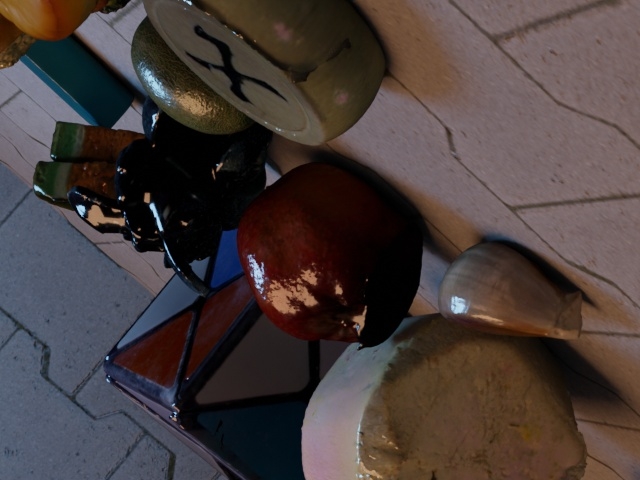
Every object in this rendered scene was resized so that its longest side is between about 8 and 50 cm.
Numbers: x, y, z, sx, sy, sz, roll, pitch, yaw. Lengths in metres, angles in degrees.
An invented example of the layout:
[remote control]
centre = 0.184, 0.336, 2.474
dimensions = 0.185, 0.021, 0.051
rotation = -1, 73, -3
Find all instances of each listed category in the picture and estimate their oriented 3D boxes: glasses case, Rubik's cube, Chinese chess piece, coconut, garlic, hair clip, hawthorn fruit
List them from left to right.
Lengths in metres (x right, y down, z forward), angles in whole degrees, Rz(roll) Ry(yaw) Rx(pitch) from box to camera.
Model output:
[glasses case]
centre = -0.377, -0.269, 2.308
dimensions = 0.301, 0.070, 0.117
rotation = 42, 173, -20
[hair clip]
centre = -0.151, -0.064, 2.013
dimensions = 0.194, 0.206, 0.310
rotation = 37, 168, 7
[Chinese chess piece]
centre = -0.051, -0.183, 1.550
dimensions = 0.237, 0.092, 0.238
rotation = 38, 167, 10
[Rubik's cube]
centre = -0.058, 0.177, 2.375
dimensions = 0.310, 0.307, 0.305
rotation = 43, 166, -25
[hawthorn fruit]
centre = 0.000, 0.000, 1.925
dimensions = 0.251, 0.189, 0.189
rotation = 55, 180, 38
[coconut]
centre = 0.135, 0.224, 1.995
dimensions = 0.297, 0.297, 0.309
rotation = 41, 167, -8
[garlic]
centre = 0.180, 0.063, 1.784
dimensions = 0.128, 0.090, 0.198
rotation = 29, 165, -9

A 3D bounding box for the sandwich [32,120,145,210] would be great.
[sandwich]
centre = -0.236, -0.085, 2.299
dimensions = 0.292, 0.109, 0.212
rotation = 9, 171, -34

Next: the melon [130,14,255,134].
[melon]
centre = -0.114, -0.167, 1.745
dimensions = 0.167, 0.114, 0.114
rotation = 35, 168, 21

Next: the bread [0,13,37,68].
[bread]
centre = -0.357, -0.267, 1.709
dimensions = 0.245, 0.174, 0.121
rotation = 44, -172, 22

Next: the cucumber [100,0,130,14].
[cucumber]
centre = -0.263, -0.329, 1.727
dimensions = 0.067, 0.067, 0.293
rotation = 32, 165, 34

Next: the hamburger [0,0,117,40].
[hamburger]
centre = -0.228, -0.298, 1.470
dimensions = 0.246, 0.170, 0.246
rotation = 43, 159, 21
